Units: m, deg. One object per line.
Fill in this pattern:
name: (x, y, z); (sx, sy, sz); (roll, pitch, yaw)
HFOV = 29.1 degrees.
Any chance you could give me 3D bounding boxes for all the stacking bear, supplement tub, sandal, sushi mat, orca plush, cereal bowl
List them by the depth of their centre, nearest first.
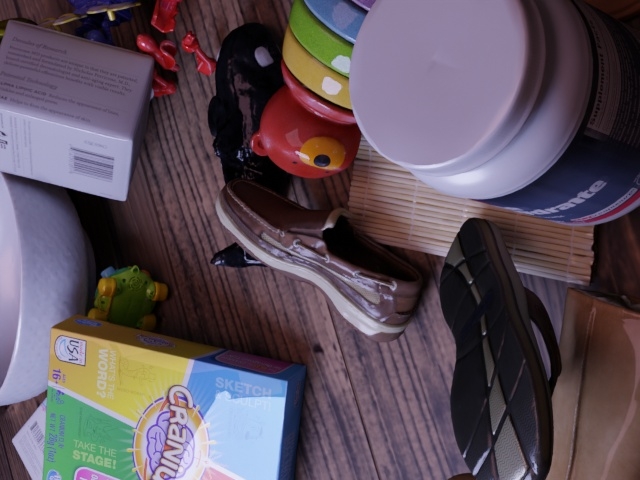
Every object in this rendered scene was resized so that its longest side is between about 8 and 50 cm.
supplement tub: (0.172, -0.120, 1.044); (0.191, 0.272, 0.191); (-7, 79, 39)
sandal: (0.178, 0.098, 1.140); (0.120, 0.086, 0.303); (-54, 27, 40)
stacking bear: (0.031, -0.187, 1.259); (0.289, 0.175, 0.164); (-60, 32, 30)
sushi mat: (0.149, -0.054, 1.266); (0.316, 0.019, 0.151); (12, 105, 41)
orca plush: (-0.104, -0.104, 1.425); (0.151, 0.102, 0.287); (24, 112, 32)
cereal bowl: (-0.403, 0.053, 1.683); (0.339, 0.141, 0.339); (0, 90, 55)

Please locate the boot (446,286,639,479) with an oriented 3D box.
boot: (0.231, 0.175, 1.187); (0.236, 0.089, 0.269); (16, 104, 37)

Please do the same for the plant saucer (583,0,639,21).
plant saucer: (0.250, -0.298, 1.125); (0.200, 0.037, 0.200); (8, 101, 42)

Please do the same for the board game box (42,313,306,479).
board game box: (-0.184, 0.240, 1.508); (0.316, 0.064, 0.242); (10, 104, 18)

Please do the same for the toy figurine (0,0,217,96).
toy figurine: (-0.262, -0.311, 1.560); (0.362, 0.191, 0.217); (-5, 65, 41)

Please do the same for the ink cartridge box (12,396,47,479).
ink cartridge box: (-0.313, 0.272, 1.687); (0.212, 0.093, 0.154); (-49, 66, 37)

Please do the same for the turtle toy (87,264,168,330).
turtle toy: (-0.263, 0.084, 1.624); (0.130, 0.095, 0.066); (-66, 34, 26)

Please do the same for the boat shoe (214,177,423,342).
boat shoe: (0.004, -0.003, 1.340); (0.257, 0.095, 0.095); (35, 125, 11)

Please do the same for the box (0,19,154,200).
box: (-0.305, -0.154, 1.500); (0.181, 0.182, 0.119); (116, 167, -65)
